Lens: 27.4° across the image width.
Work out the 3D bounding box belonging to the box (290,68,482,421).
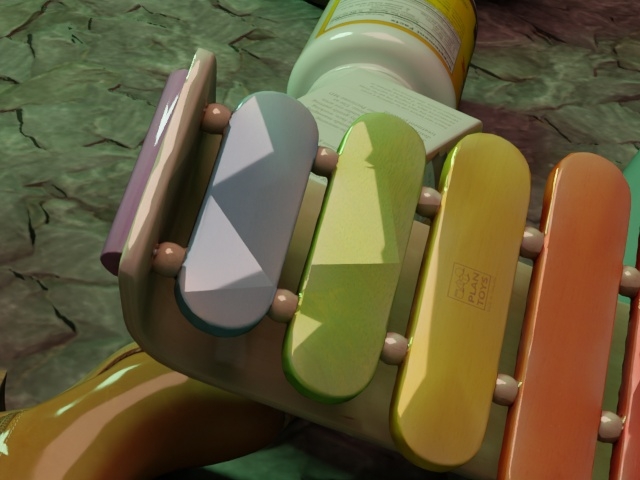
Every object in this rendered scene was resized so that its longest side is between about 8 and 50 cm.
[{"bbox_3d":[0.000,0.000,0.734,0.091,0.130,0.170,28,40,28],"label":"box"}]

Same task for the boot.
[{"bbox_3d":[-0.111,0.119,0.592,0.197,0.073,0.152,-6,32,4],"label":"boot"}]

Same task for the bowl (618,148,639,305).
[{"bbox_3d":[0.285,0.013,0.733,0.311,0.163,0.311,3,33,-2],"label":"bowl"}]

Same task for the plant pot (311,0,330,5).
[{"bbox_3d":[0.060,-0.324,1.174,0.263,0.263,0.229,31,59,33],"label":"plant pot"}]

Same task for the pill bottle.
[{"bbox_3d":[0.045,-0.118,0.934,0.117,0.117,0.215,11,34,8],"label":"pill bottle"}]

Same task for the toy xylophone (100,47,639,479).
[{"bbox_3d":[0.057,0.058,0.573,0.322,0.081,0.236,14,63,-14],"label":"toy xylophone"}]
